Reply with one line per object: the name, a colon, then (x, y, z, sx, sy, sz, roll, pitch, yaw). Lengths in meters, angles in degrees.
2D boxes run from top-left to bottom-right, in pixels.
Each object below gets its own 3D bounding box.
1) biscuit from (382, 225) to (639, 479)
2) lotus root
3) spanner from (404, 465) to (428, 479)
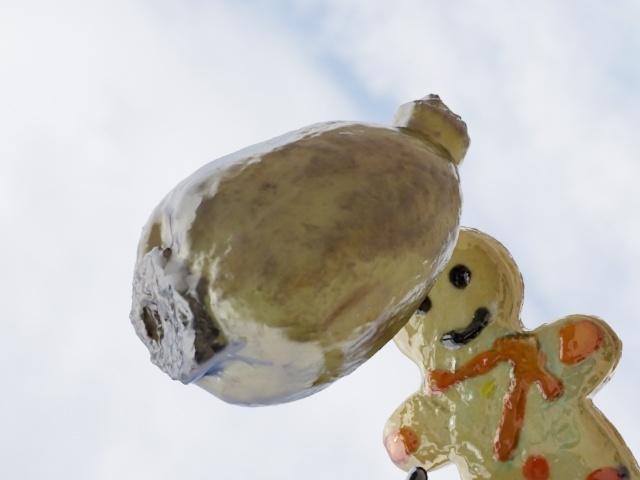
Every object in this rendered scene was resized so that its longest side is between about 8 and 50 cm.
biscuit: (0.107, 0.100, 1.113, 0.234, 0.153, 0.030, 66, -160, 12)
lotus root: (0.000, 0.000, 0.989, 0.214, 0.138, 0.138, -35, -98, -22)
spanner: (0.052, 0.159, 1.098, 0.024, 0.316, 0.087, 14, -104, 7)
